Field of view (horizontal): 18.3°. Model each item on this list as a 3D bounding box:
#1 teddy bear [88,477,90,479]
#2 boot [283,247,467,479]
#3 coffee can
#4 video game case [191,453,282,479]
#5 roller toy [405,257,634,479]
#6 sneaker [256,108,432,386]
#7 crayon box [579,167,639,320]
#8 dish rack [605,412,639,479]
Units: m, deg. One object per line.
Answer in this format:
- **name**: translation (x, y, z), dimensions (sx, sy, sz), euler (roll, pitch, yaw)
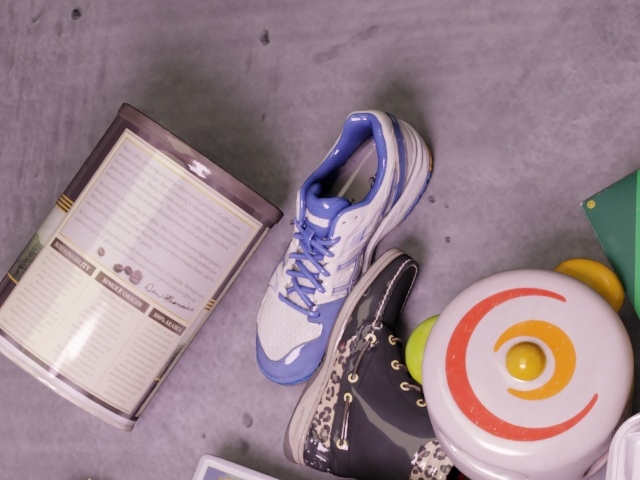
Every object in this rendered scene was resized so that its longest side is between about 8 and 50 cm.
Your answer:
- **teddy bear**: translation (-0.310, 0.391, 2.036), dimensions (0.245, 0.113, 0.338), euler (39, 83, 23)
- **boot**: translation (0.087, 0.142, 1.945), dimensions (0.178, 0.085, 0.236), euler (24, 83, 25)
- **coffee can**: translation (-0.197, 0.027, 2.042), dimensions (0.201, 0.201, 0.275), euler (34, 88, 30)
- **video game case**: translation (-0.020, 0.395, 1.904), dimensions (0.329, 0.036, 0.300), euler (17, 80, 21)
- **roller toy**: translation (0.192, 0.128, 1.812), dimensions (0.209, 0.146, 0.191), euler (-16, 68, 1)
- **sneaker**: translation (0.000, 0.000, 2.004), dimensions (0.111, 0.131, 0.296), euler (22, 84, 27)
- **crayon box**: translation (0.467, 0.016, 1.795), dimensions (0.363, 0.106, 0.313), euler (-31, 62, 13)
- **dish rack**: translation (0.343, 0.276, 1.631), dimensions (0.285, 0.072, 0.333), euler (-8, 62, 33)
